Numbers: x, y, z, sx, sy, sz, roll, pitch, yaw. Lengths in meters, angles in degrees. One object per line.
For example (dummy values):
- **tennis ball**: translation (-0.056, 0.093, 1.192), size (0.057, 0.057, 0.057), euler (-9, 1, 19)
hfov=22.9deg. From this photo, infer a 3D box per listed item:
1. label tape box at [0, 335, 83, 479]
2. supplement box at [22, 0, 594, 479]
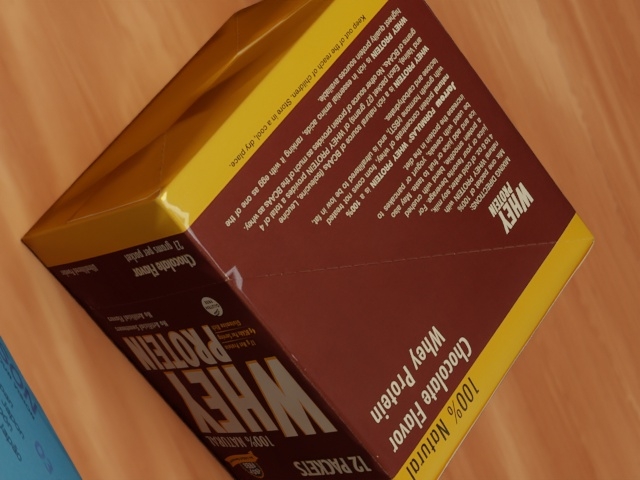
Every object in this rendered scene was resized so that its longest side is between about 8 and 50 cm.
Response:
- **label tape box**: translation (-0.226, 0.191, 0.570), size (0.333, 0.106, 0.241), euler (-26, 102, 4)
- **supplement box**: translation (0.000, 0.000, 0.788), size (0.194, 0.129, 0.191), euler (51, 56, -19)
